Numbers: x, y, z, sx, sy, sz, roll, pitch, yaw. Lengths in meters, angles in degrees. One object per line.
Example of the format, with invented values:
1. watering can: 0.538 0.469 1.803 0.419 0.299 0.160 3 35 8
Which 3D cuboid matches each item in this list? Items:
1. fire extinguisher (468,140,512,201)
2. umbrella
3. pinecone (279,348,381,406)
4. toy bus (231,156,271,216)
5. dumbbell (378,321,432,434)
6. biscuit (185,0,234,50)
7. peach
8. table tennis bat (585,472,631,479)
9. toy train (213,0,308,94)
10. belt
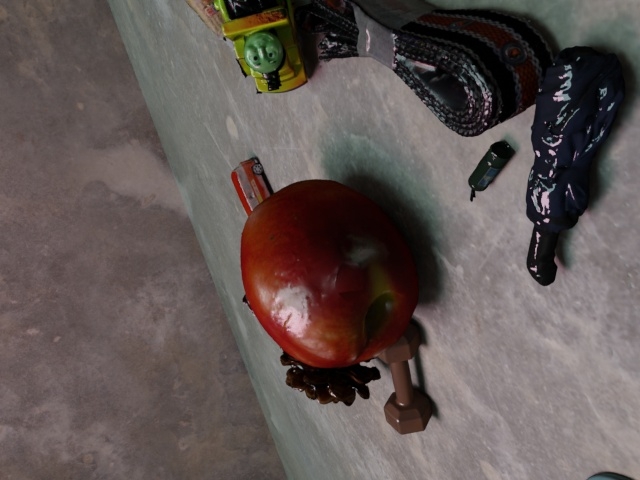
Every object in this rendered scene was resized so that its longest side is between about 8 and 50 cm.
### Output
1. fire extinguisher: 0.192 -0.082 0.591 0.083 0.025 0.038 107 172 -59
2. umbrella: 0.223 -0.055 0.486 0.071 0.071 0.248 44 148 43
3. pinecone: 0.021 0.219 1.051 0.221 0.221 0.221 49 153 37
4. toy bus: -0.170 -0.122 1.305 0.174 0.077 0.079 65 158 2
5. dumbbell: 0.151 0.254 0.945 0.092 0.082 0.231 32 140 57
6. biscuit: -0.256 -0.518 0.970 0.186 0.079 0.309 55 -173 20
7. peach: -0.005 0.043 0.842 0.338 0.281 0.281 34 142 46
8. table tennis bat: 0.380 0.392 0.624 0.153 0.040 0.244 37 141 52
9. toy train: -0.078 -0.299 0.757 0.296 0.100 0.160 -82 -21 -77
10. belt: 0.093 -0.231 0.569 0.359 0.094 0.126 46 150 40
